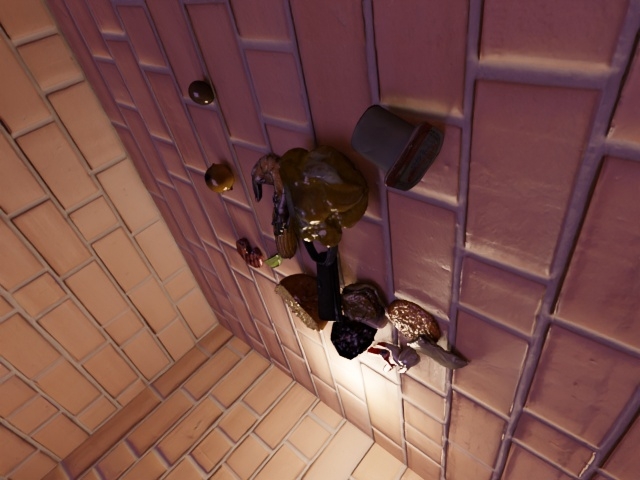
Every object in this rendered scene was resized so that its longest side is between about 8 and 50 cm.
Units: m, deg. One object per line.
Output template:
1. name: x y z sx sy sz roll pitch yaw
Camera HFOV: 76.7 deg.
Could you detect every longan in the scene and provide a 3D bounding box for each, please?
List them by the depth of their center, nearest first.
1. longan: -0.502 -0.617 1.702 0.113 0.092 0.113 21 157 9

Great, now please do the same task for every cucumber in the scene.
1. cucumber: -0.253 0.113 2.270 0.070 0.046 0.220 50 152 -7

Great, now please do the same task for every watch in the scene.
1. watch: 0.000 0.000 1.752 0.193 0.068 0.206 46 139 23

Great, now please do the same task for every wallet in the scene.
1. wallet: 0.032 0.207 1.843 0.172 0.045 0.317 -11 82 58

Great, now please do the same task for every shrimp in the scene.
1. shrimp: -0.212 -0.194 1.760 0.233 0.071 0.364 23 124 30

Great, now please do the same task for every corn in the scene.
1. corn: -0.171 -0.032 1.935 0.115 0.115 0.317 30 144 30

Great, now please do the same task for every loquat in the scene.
1. loquat: -0.503 -0.308 2.017 0.163 0.137 0.163 15 130 19

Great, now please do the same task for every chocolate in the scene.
1. chocolate: 0.182 0.426 1.923 0.206 0.224 0.177 59 139 13

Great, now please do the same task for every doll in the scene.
1. doll: 0.357 0.566 1.956 0.188 0.099 0.384 48 157 -1

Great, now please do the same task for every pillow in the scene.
1. pillow: 0.483 0.469 1.675 0.230 0.050 0.148 32 156 1

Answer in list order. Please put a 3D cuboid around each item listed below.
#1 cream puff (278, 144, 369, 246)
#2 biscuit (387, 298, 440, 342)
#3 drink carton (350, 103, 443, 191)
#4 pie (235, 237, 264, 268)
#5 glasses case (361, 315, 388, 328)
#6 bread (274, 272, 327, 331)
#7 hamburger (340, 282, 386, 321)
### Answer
1. cream puff: 0.021 -0.163 1.408 0.378 0.276 0.378 162 90 -80
2. biscuit: 0.390 0.350 1.710 0.254 0.035 0.254 33 148 25
3. drink carton: 0.198 -0.257 1.110 0.190 0.191 0.185 38 111 31
4. pie: -0.426 0.080 2.451 0.219 0.054 0.204 41 149 9
5. glasses case: 0.223 0.350 1.885 0.204 0.081 0.051 17 142 40
6. bread: -0.068 0.301 2.113 0.340 0.179 0.194 49 152 -5
7. hamburger: 0.189 0.264 1.812 0.206 0.130 0.183 -12 118 37
